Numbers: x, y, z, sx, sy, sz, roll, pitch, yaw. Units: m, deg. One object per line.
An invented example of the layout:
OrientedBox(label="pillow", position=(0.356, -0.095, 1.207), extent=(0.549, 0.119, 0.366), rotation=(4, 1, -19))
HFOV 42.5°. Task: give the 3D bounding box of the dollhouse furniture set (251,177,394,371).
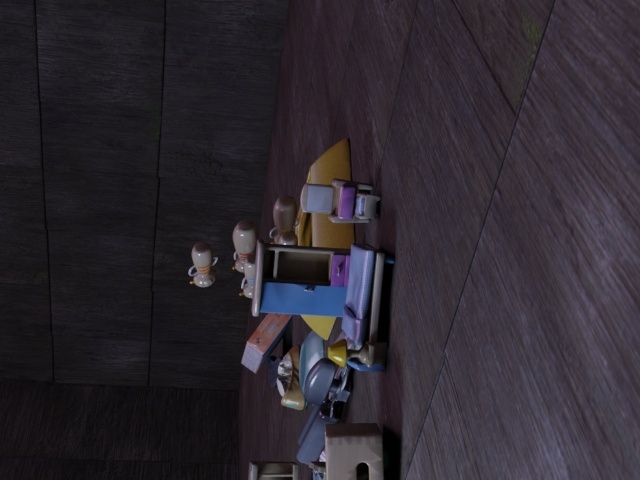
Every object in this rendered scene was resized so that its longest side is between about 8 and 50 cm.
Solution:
OrientedBox(label="dollhouse furniture set", position=(0.001, 0.046, 1.382), extent=(0.303, 0.198, 0.287), rotation=(-137, 51, -78))

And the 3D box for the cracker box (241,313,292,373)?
OrientedBox(label="cracker box", position=(-0.169, 0.306, 2.546), extent=(0.156, 0.067, 0.232), rotation=(-52, -6, -26))

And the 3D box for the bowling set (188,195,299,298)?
OrientedBox(label="bowling set", position=(-0.119, 0.058, 1.738), extent=(0.200, 0.287, 0.154), rotation=(48, 153, 28))

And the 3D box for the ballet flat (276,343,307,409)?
OrientedBox(label="ballet flat", position=(-0.078, 0.348, 2.146), extent=(0.232, 0.073, 0.080), rotation=(-101, 18, -60))

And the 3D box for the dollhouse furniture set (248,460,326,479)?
OrientedBox(label="dollhouse furniture set", position=(-0.041, 0.470, 1.498), extent=(0.129, 0.183, 0.129), rotation=(132, 141, -76))

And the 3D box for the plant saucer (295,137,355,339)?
OrientedBox(label="plant saucer", position=(0.000, 0.000, 1.792), extent=(0.333, 0.080, 0.333), rotation=(106, 165, -56))

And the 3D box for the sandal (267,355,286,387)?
OrientedBox(label="sandal", position=(-0.117, 0.395, 2.475), extent=(0.254, 0.054, 0.097), rotation=(154, 111, -74))

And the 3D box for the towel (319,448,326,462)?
OrientedBox(label="towel", position=(0.006, 0.522, 1.679), extent=(0.144, 0.029, 0.197), rotation=(-122, 37, -76))

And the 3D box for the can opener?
OrientedBox(label="can opener", position=(-0.009, 0.327, 1.608), extent=(0.076, 0.095, 0.284), rotation=(-84, 14, -52))

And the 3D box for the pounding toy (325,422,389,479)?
OrientedBox(label="pounding toy", position=(0.055, 0.374, 1.259), extent=(0.206, 0.094, 0.181), rotation=(90, 179, -85))

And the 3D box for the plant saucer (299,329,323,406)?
OrientedBox(label="plant saucer", position=(-0.026, 0.297, 1.957), extent=(0.195, 0.037, 0.195), rotation=(-177, 90, -82))
